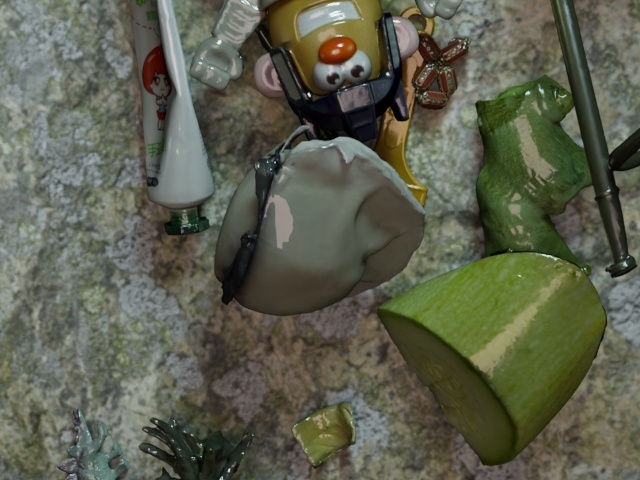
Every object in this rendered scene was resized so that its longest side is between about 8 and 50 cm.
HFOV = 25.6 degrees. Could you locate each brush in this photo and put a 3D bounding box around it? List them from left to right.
[{"bbox_3d":[0.084,-0.130,1.587,0.103,0.013,0.272,12,101,2],"label":"brush"}]

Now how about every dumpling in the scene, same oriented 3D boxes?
[{"bbox_3d":[-0.011,0.007,1.520,0.204,0.163,0.293,34,137,0],"label":"dumpling"}]

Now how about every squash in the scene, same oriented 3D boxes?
[{"bbox_3d":[0.213,0.121,1.576,0.155,0.204,0.237,-44,105,-22],"label":"squash"}]

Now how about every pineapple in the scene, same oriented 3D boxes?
[{"bbox_3d":[-0.127,0.358,1.641,0.169,0.169,0.340,-15,93,8],"label":"pineapple"}]

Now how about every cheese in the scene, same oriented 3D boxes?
[{"bbox_3d":[0.016,0.223,1.649,0.084,0.041,0.060,-29,90,25],"label":"cheese"}]

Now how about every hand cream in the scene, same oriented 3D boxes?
[{"bbox_3d":[-0.174,-0.173,1.559,0.076,0.121,0.336,-14,104,-23],"label":"hand cream"}]

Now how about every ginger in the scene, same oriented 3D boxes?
[{"bbox_3d":[0.241,-0.038,1.554,0.137,0.089,0.290,-1,100,-3],"label":"ginger"}]

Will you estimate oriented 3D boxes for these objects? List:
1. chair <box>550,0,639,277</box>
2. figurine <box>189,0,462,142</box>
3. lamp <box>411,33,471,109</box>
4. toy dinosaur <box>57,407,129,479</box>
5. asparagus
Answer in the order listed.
[{"bbox_3d":[0.401,-0.261,1.322,0.364,0.362,0.410,-18,74,-26],"label":"chair"},{"bbox_3d":[0.006,-0.243,1.506,0.308,0.143,0.309,6,106,21],"label":"figurine"},{"bbox_3d":[0.130,-0.185,1.556,0.063,0.031,0.083,4,102,-14],"label":"lamp"},{"bbox_3d":[-0.260,0.301,1.687,0.082,0.039,0.209,-26,87,13],"label":"toy dinosaur"},{"bbox_3d":[-0.047,-0.202,1.581,0.022,0.023,0.233,-38,98,-34],"label":"asparagus"}]
